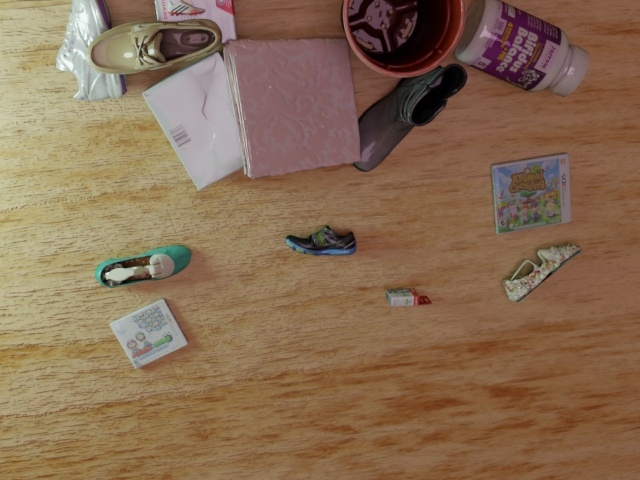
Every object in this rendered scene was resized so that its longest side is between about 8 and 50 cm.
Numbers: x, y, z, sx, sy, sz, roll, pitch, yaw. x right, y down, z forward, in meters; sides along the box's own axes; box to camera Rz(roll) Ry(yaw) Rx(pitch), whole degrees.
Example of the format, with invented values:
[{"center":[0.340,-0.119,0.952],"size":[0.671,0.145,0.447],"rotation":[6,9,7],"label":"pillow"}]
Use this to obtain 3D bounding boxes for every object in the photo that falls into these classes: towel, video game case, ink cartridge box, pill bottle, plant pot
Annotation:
[{"center":[-0.058,-0.319,1.864],"size":[0.332,0.053,0.316],"rotation":[-11,96,-34],"label":"towel"},{"center":[0.568,-0.125,2.113],"size":[0.213,0.023,0.193],"rotation":[-9,106,-5],"label":"video game case"},{"center":[0.239,0.152,2.122],"size":[0.115,0.063,0.029],"rotation":[-3,108,-8],"label":"ink cartridge box"},{"center":[0.496,-0.466,1.932],"size":[0.302,0.169,0.169],"rotation":[20,102,-12],"label":"pill bottle"},{"center":[-0.288,-0.516,1.827],"size":[0.176,0.127,0.128],"rotation":[-6,106,-6],"label":"ink cartridge box"},{"center":[0.165,-0.522,1.819],"size":[0.273,0.265,0.272],"rotation":[-2,105,-7],"label":"plant pot"},{"center":[-0.450,0.246,2.072],"size":[0.157,0.019,0.143],"rotation":[-25,107,0],"label":"video game case"}]

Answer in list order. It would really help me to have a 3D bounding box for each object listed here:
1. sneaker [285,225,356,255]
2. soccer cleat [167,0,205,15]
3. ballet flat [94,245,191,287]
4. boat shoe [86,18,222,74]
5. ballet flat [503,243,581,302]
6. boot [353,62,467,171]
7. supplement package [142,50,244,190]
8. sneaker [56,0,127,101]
[{"center":[0.000,0.000,2.054],"size":[0.188,0.067,0.078],"rotation":[2,84,-7],"label":"sneaker"},{"center":[-0.298,-0.516,1.744],"size":[0.083,0.029,0.035],"rotation":[-1,108,-2],"label":"soccer cleat"},{"center":[-0.447,0.074,1.990],"size":[0.248,0.087,0.083],"rotation":[-12,106,-5],"label":"ballet flat"},{"center":[-0.366,-0.427,1.725],"size":[0.303,0.098,0.109],"rotation":[-9,108,-3],"label":"boat shoe"},{"center":[0.599,0.072,2.146],"size":[0.241,0.091,0.077],"rotation":[-39,85,0],"label":"ballet flat"},{"center":[0.197,-0.300,1.907],"size":[0.118,0.222,0.338],"rotation":[33,98,-16],"label":"boot"},{"center":[-0.270,-0.289,1.884],"size":[0.204,0.145,0.261],"rotation":[-28,107,0],"label":"supplement package"},{"center":[-0.549,-0.467,1.810],"size":[0.152,0.114,0.305],"rotation":[-12,107,-6],"label":"sneaker"}]
